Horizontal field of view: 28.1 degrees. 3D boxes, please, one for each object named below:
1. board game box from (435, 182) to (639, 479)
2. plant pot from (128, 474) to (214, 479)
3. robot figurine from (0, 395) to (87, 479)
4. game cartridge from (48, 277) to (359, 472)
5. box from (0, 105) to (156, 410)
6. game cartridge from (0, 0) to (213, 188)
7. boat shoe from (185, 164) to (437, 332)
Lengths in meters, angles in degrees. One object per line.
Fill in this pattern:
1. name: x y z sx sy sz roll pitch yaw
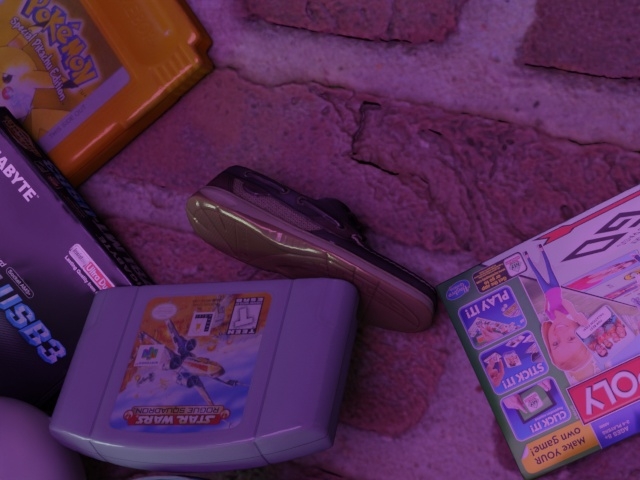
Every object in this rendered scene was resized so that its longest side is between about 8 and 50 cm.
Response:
1. board game box: 0.296 0.071 1.228 0.317 0.046 0.214 -28 74 16
2. plant pot: -0.108 0.373 1.273 0.290 0.195 0.290 -2 84 22
3. robot figurine: -0.391 0.294 1.342 0.353 0.200 0.300 -30 64 12
4. game cartridge: -0.118 0.131 1.261 0.297 0.062 0.198 -4 47 21
5. box: -0.376 0.051 1.445 0.293 0.073 0.295 -41 87 13
6. game cartridge: -0.310 -0.219 1.494 0.323 0.052 0.285 -39 72 15
7. boat shoe: 0.000 0.000 1.325 0.285 0.103 0.092 24 58 16
